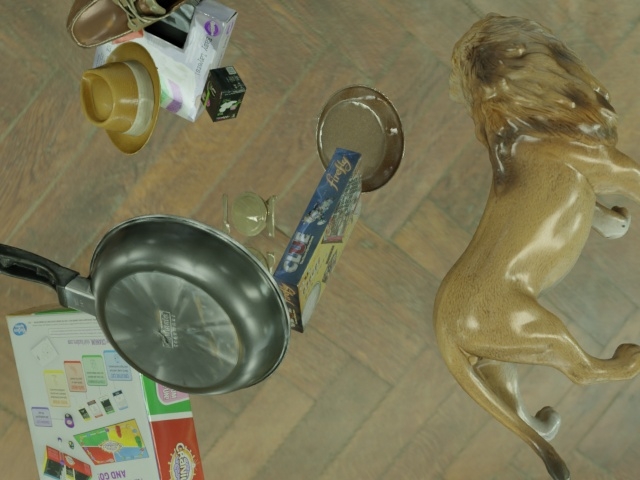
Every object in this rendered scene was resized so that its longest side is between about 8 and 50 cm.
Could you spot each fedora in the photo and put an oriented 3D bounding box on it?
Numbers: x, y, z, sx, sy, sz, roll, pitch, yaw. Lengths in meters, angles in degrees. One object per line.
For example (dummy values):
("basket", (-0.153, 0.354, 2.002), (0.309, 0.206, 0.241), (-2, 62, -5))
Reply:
("fedora", (-0.333, -0.232, 1.502), (0.079, 0.194, 0.194), (0, 106, -43))

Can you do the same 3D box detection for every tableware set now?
("tableware set", (-0.130, 0.002, 1.804), (0.039, 0.128, 0.194), (-9, 102, -57))

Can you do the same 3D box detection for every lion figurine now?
("lion figurine", (0.184, -0.001, 0.827), (0.240, 0.142, 0.392), (28, 66, -21))

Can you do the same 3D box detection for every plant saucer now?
("plant saucer", (0.066, -0.184, 1.696), (0.198, 0.036, 0.199), (-1, 92, -31))

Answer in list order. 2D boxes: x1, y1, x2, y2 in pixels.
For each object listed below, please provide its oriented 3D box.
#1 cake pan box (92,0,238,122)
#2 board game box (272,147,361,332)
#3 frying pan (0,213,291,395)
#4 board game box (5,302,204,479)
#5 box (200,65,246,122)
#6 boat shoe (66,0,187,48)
("cake pan box", (-0.316, -0.401, 1.867), (0.245, 0.070, 0.267), (26, 130, -3))
("board game box", (0.000, 0.000, 1.428), (0.042, 0.165, 0.243), (20, 62, 13))
("frying pan", (-0.179, 0.035, 0.829), (0.326, 0.053, 0.197), (29, 128, -1))
("board game box", (-0.250, 0.230, 1.099), (0.064, 0.242, 0.317), (-16, 98, -50))
("box", (-0.181, -0.272, 1.730), (0.052, 0.062, 0.083), (-16, 152, -31))
("boat shoe", (-0.317, -0.440, 1.648), (0.324, 0.116, 0.123), (-32, 126, 12))
